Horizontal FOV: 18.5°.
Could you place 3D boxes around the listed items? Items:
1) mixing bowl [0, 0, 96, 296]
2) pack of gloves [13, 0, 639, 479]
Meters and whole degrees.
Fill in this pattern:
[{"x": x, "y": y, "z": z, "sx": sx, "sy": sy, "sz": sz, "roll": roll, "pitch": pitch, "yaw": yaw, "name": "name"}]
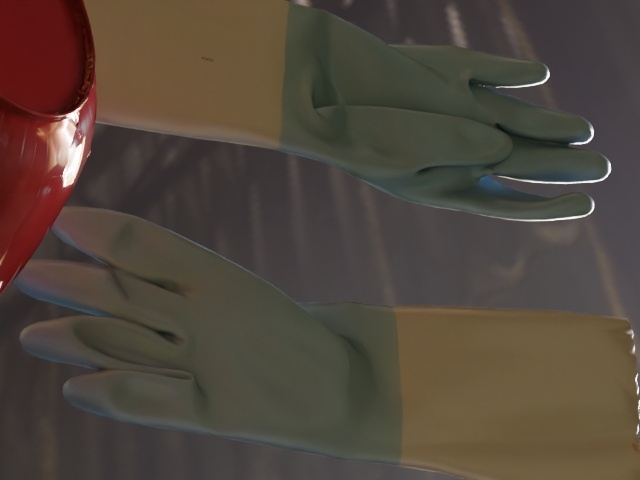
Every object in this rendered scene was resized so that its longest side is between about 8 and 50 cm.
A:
[{"x": -0.127, "y": -0.051, "z": 0.551, "sx": 0.098, "sy": 0.181, "sz": 0.181, "roll": -26, "pitch": -144, "yaw": 23, "name": "mixing bowl"}, {"x": 0.000, "y": 0.000, "z": 0.717, "sx": 0.046, "sy": 0.232, "sz": 0.195, "roll": 125, "pitch": -27, "yaw": -51, "name": "pack of gloves"}]
